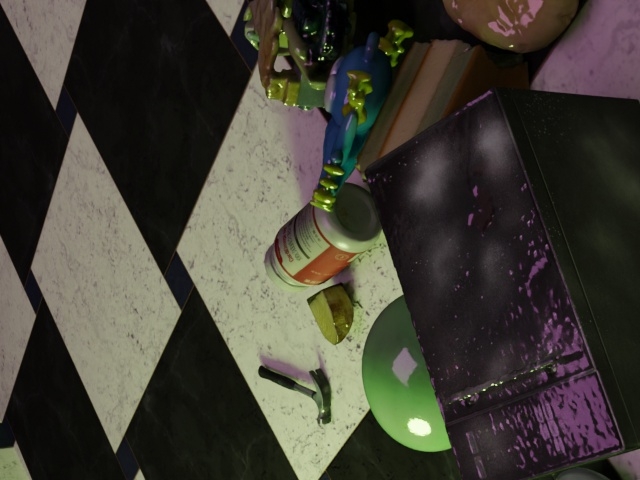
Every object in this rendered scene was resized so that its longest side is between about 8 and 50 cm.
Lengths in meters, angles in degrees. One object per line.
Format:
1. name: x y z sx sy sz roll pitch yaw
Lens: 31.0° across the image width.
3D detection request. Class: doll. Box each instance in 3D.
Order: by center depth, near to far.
1. doll: 0.041 -0.193 1.798 0.099 0.346 0.341 25 133 2

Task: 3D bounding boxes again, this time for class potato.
1. potato: 0.030 0.135 2.108 0.103 0.066 0.096 69 159 6

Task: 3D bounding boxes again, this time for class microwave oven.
1. microwave oven: 0.301 0.057 1.435 0.236 0.374 0.432 -31 69 44

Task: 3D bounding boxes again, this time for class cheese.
1. cheese: 0.271 -0.378 1.587 0.226 0.117 0.214 43 129 33

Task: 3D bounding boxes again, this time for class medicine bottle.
1. medicine bottle: 0.000 0.000 2.053 0.250 0.131 0.131 -39 67 52

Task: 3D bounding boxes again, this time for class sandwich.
1. sandwich: 0.173 -0.190 1.667 0.155 0.227 0.198 13 110 53

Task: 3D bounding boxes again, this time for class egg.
1. egg: 0.172 0.201 1.782 0.220 0.220 0.269 39 130 43

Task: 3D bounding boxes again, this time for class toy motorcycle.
1. toy motorcycle: -0.038 -0.377 1.948 0.410 0.169 0.237 -113 29 -54

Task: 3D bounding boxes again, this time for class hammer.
1. hammer: -0.057 0.285 2.308 0.246 0.029 0.103 17 113 54

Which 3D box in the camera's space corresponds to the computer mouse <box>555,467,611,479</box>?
1. computer mouse: 0.414 0.422 1.632 0.230 0.079 0.128 60 147 0
